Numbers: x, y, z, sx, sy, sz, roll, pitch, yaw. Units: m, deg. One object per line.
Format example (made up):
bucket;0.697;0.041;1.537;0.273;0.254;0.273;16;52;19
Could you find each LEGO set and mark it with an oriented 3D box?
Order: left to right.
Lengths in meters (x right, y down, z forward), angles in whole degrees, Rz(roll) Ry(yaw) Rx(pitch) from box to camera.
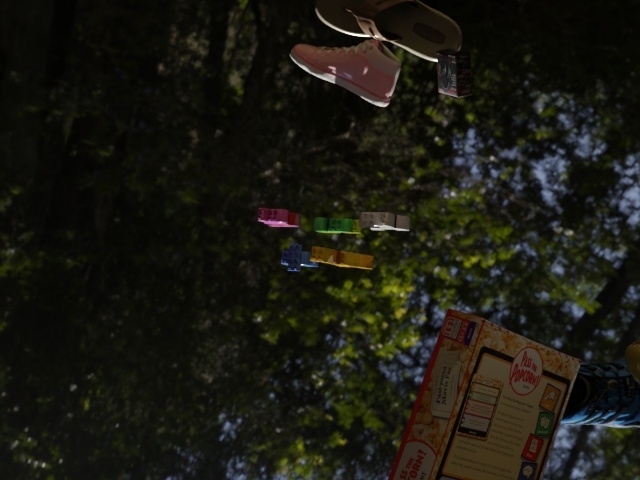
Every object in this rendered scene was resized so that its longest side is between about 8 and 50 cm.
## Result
LEGO set;0.000;0.000;1.179;0.227;0.087;0.093;1;174;31

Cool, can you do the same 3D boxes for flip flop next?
flip flop;0.126;-0.399;1.529;0.277;0.112;0.080;23;-163;-2

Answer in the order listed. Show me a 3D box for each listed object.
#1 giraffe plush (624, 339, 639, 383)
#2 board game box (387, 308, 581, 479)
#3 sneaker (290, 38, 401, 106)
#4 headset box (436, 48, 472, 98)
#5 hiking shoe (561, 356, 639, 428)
giraffe plush;0.316;0.156;0.566;0.182;0.170;0.210;-7;-173;9
board game box;0.142;0.173;0.739;0.147;0.193;0.045;24;174;-36
sneaker;0.035;-0.220;1.011;0.134;0.070;0.051;27;-151;3
headset box;0.235;-0.291;1.485;0.032;0.083;0.062;-15;-155;-22
hiking shoe;0.431;0.239;1.295;0.132;0.304;0.113;38;-139;-73
